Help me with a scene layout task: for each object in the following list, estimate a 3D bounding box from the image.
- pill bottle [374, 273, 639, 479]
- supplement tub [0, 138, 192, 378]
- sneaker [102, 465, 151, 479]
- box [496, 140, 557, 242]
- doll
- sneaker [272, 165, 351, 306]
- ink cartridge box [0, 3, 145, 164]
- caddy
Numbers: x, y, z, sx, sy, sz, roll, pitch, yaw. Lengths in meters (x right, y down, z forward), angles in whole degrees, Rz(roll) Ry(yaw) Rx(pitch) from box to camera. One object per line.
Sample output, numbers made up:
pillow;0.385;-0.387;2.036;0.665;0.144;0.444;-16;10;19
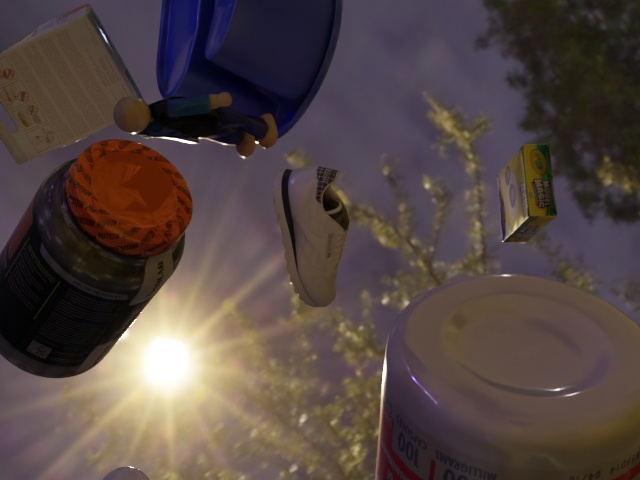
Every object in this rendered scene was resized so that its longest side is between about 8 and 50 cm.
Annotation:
pill bottle;0.159;0.254;1.001;0.229;0.407;0.229;1;-149;-1
supplement tub;-0.178;0.015;0.849;0.117;0.190;0.117;20;-132;-24
sneaker;-0.220;0.277;1.139;0.094;0.080;0.212;62;-173;-19
box;0.287;-0.066;1.549;0.043;0.179;0.105;-1;-103;-7
doll;-0.133;-0.126;1.171;0.189;0.129;0.046;5;-106;-44
sneaker;0.000;0.000;1.611;0.090;0.095;0.235;-76;-23;-52
ink cartridge box;-0.328;-0.190;1.377;0.045;0.179;0.145;-94;-20;-57
caddy;-0.071;-0.289;1.367;0.179;0.241;0.341;16;-117;-30
